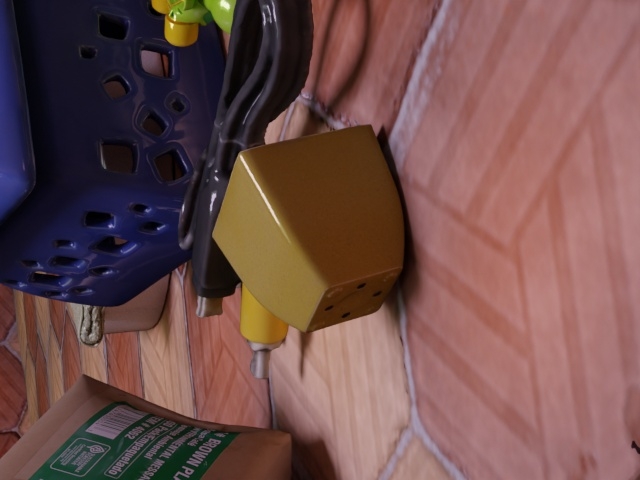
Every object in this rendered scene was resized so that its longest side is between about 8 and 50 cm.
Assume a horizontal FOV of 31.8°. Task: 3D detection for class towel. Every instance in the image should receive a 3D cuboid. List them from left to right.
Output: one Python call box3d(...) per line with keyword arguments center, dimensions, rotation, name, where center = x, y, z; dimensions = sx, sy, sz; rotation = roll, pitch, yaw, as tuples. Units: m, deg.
box3d(center=(-0.234, 0.020, 1.115), dimensions=(0.110, 0.027, 0.148), rotation=(-125, 36, -54), name="towel")

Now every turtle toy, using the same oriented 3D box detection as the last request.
box3d(center=(-0.077, -0.186, 0.792), dimensions=(0.130, 0.066, 0.095), rotation=(-117, 28, -46), name="turtle toy")

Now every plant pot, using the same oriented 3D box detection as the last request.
box3d(center=(-0.219, -0.087, 0.902), dimensions=(0.236, 0.212, 0.236), rotation=(-33, 63, 46), name="plant pot")
box3d(center=(0.000, 0.000, 0.604), dimensions=(0.083, 0.081, 0.081), rotation=(63, 151, 26), name="plant pot")

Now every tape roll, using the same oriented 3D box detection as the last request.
box3d(center=(-0.239, -0.090, 1.247), dimensions=(0.392, 0.072, 0.392), rotation=(176, 90, -71), name="tape roll")

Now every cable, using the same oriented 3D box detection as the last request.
box3d(center=(-0.040, -0.054, 0.721), dimensions=(0.139, 0.072, 0.287), rotation=(-115, 32, -47), name="cable")

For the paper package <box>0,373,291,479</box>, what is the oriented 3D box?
box3d(center=(-0.154, 0.299, 0.691), dimensions=(0.325, 0.168, 0.310), rotation=(-49, -33, -55), name="paper package")
